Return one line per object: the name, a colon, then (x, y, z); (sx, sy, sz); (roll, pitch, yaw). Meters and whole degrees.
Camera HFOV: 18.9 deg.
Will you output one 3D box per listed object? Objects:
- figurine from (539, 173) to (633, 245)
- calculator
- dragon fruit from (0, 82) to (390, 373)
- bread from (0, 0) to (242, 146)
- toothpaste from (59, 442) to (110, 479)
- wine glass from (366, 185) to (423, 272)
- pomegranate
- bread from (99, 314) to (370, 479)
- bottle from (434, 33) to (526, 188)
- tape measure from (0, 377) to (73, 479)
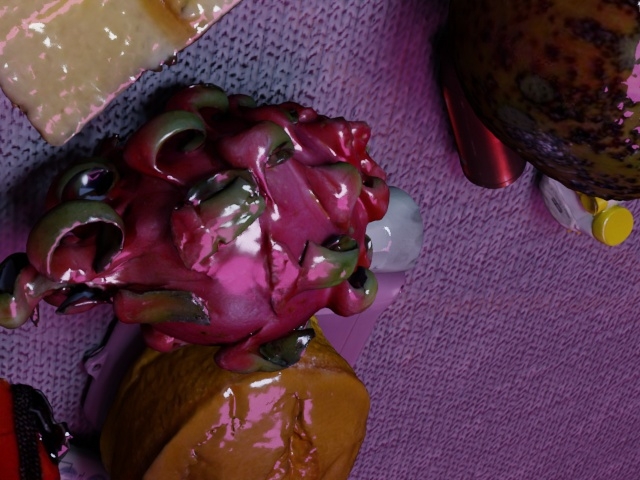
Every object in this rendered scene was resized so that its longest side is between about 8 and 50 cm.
figurine: (0.276, -0.074, 1.695); (0.178, 0.109, 0.129); (-37, 173, 0)
calculator: (-0.065, 0.094, 1.619); (0.294, 0.043, 0.194); (-5, 137, -35)
dragon fruit: (-0.087, -0.015, 1.358); (0.273, 0.198, 0.218); (14, 155, -24)
bread: (-0.134, -0.199, 1.118); (0.240, 0.135, 0.178); (-37, 147, 5)
toothpaste: (-0.222, 0.185, 1.594); (0.062, 0.039, 0.239); (-44, 144, 20)
wine glass: (0.000, 0.000, 1.544); (0.155, 0.073, 0.073); (-9, 138, -30)
pomegranate: (0.255, -0.142, 1.340); (0.285, 0.341, 0.285); (-25, 131, -32)
bread: (-0.072, 0.165, 1.544); (0.195, 0.142, 0.269); (-3, 141, -33)
bottle: (0.129, -0.107, 1.534); (0.060, 0.060, 0.164); (-32, 146, -6)
tape measure: (-0.341, 0.214, 1.405); (0.260, 0.114, 0.253); (-43, 163, 31)
